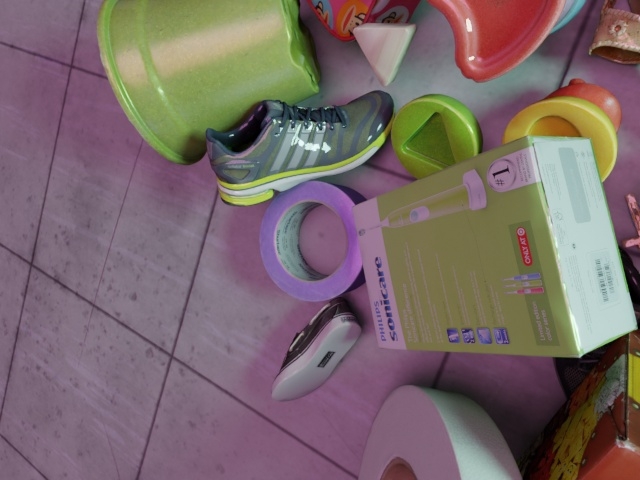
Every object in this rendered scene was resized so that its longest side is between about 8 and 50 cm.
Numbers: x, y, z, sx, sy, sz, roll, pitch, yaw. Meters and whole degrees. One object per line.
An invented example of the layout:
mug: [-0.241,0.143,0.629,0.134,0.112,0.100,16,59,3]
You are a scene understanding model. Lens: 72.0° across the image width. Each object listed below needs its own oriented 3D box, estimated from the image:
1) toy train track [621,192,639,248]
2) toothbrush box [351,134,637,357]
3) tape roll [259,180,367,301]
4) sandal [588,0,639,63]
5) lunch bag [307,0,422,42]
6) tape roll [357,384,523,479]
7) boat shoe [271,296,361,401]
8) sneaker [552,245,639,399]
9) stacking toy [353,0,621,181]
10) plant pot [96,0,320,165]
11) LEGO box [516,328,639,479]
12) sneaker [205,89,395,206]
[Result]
toy train track: [0.403,-0.019,0.556,0.048,0.014,0.083,-19,78,32]
toothbrush box: [0.181,0.021,0.534,0.283,0.122,0.206,-19,80,55]
tape roll: [0.000,0.000,0.715,0.189,0.080,0.189,2,94,26]
sandal: [0.366,-0.232,0.524,0.079,0.088,0.240,-19,89,19]
lunch bag: [0.069,-0.451,0.596,0.258,0.120,0.293,58,136,17]
tape roll: [0.116,0.373,0.519,0.072,0.392,0.392,11,98,-6]
boat shoe: [-0.013,0.186,0.740,0.219,0.078,0.070,-51,37,22]
sneaker: [0.335,0.119,0.532,0.087,0.130,0.227,8,98,27]
stacking toy: [0.214,-0.214,0.559,0.279,0.130,0.309,1,125,50]
plant pot: [-0.144,-0.284,0.693,0.254,0.276,0.276,-12,87,14]
LEGO box: [0.429,0.379,0.403,0.500,0.193,0.372,29,124,22]
sneaker: [-0.029,-0.155,0.651,0.300,0.121,0.111,-25,48,-3]
